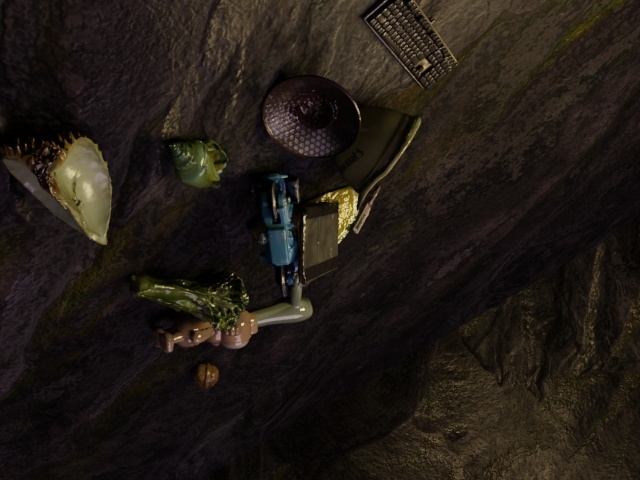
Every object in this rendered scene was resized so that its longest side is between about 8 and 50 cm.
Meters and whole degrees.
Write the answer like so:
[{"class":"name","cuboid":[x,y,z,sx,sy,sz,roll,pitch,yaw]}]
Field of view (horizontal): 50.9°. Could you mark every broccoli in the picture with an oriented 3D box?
[{"class":"broccoli","cuboid":[-0.314,0.125,1.596,0.304,0.165,0.145,14,89,-42]}]

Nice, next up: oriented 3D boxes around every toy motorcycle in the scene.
[{"class":"toy motorcycle","cuboid":[-0.085,-0.024,1.479,0.124,0.182,0.272,-3,111,3]}]

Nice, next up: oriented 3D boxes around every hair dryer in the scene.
[{"class":"hair dryer","cuboid":[-0.108,0.162,1.954,0.207,0.075,0.237,-9,139,-27]}]

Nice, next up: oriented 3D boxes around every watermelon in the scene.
[{"class":"watermelon","cuboid":[-0.028,-0.039,1.643,0.301,0.123,0.129,-25,132,-19]}]

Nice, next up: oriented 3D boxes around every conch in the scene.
[{"class":"conch","cuboid":[-0.224,-0.145,1.263,0.095,0.079,0.201,-53,166,13]}]

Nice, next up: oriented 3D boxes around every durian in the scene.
[{"class":"durian","cuboid":[-0.406,-0.094,1.084,0.145,0.139,0.252,-29,154,-16]}]

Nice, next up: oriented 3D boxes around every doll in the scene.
[{"class":"doll","cuboid":[-0.305,0.232,1.769,0.278,0.154,0.119,-7,105,-32]}]

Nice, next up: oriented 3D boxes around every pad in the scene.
[{"class":"pad","cuboid":[-0.001,0.000,1.530,0.022,0.174,0.233,4,-169,20]}]

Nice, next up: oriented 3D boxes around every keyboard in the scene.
[{"class":"keyboard","cuboid":[0.190,-0.393,1.327,0.106,0.027,0.317,-39,152,16]}]

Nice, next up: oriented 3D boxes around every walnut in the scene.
[{"class":"walnut","cuboid":[-0.359,0.421,2.102,0.079,0.082,0.096,8,143,-13]}]

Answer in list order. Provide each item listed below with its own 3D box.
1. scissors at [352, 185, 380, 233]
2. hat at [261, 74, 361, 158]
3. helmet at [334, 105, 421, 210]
[{"class":"scissors","cuboid":[0.113,-0.072,1.705,0.085,0.022,0.176,-55,-177,42]},{"class":"hat","cuboid":[-0.012,-0.255,1.300,0.193,0.082,0.193,7,137,7]},{"class":"helmet","cuboid":[0.091,-0.199,1.438,0.257,0.137,0.204,-53,-174,51]}]
